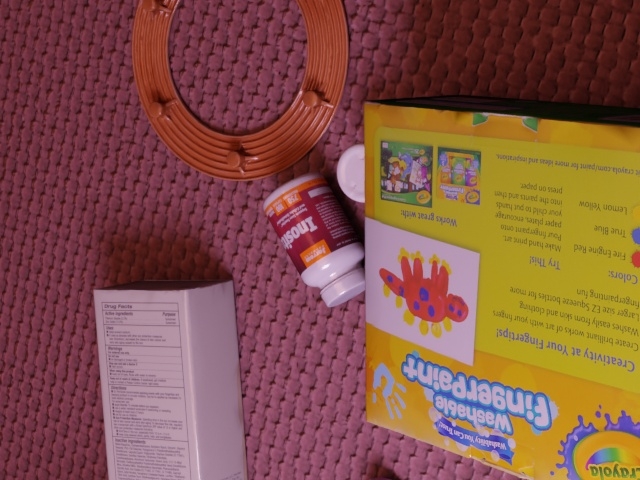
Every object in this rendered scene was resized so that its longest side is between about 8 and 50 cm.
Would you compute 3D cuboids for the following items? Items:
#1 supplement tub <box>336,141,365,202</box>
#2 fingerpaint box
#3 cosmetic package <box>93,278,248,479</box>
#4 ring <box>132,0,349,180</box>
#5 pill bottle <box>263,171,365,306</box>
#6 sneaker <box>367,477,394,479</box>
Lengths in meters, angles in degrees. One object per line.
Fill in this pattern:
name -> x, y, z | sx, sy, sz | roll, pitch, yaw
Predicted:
supplement tub -> 0.074, -0.082, 1.670 | 0.071, 0.107, 0.071 | 4, 98, 31
fingerpaint box -> 0.241, 0.048, 1.461 | 0.445, 0.163, 0.371 | 11, 105, 52
cosmetic package -> -0.194, 0.209, 1.867 | 0.160, 0.113, 0.309 | 0, 95, 32
ring -> -0.113, -0.242, 1.813 | 0.336, 0.032, 0.336 | 4, 98, 31
pill bottle -> 0.000, 0.000, 1.738 | 0.086, 0.086, 0.152 | -37, 76, 29
sneaker -> 0.101, 0.407, 1.726 | 0.104, 0.095, 0.236 | -48, 66, 34
